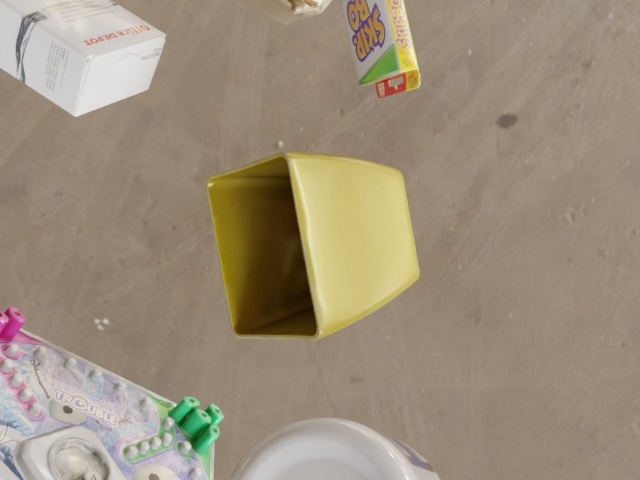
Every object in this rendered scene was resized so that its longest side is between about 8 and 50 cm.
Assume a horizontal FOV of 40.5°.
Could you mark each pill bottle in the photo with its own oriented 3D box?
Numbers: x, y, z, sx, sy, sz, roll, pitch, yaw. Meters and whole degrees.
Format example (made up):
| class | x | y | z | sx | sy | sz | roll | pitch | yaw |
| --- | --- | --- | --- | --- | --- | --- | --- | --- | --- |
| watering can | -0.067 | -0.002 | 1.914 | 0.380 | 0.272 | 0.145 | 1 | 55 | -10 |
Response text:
| class | x | y | z | sx | sy | sz | roll | pitch | yaw |
| --- | --- | --- | --- | --- | --- | --- | --- | --- | --- |
| pill bottle | 0.029 | 0.234 | 0.719 | 0.153 | 0.264 | 0.153 | -4 | 72 | 14 |

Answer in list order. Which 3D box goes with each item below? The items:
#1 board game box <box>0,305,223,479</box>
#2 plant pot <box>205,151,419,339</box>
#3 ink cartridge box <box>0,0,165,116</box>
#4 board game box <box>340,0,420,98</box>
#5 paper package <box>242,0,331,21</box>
| class | x | y | z | sx | sy | sz | roll | pitch | yaw |
| --- | --- | --- | --- | --- | --- | --- | --- | --- | --- |
| board game box | -0.280 | 0.265 | 1.017 | 0.050 | 0.390 | 0.390 | -48 | 25 | 22 |
| plant pot | 0.000 | 0.000 | 1.089 | 0.187 | 0.212 | 0.212 | -11 | 91 | -34 |
| ink cartridge box | -0.364 | -0.288 | 1.207 | 0.237 | 0.100 | 0.172 | 33 | 34 | 12 |
| board game box | 0.066 | -0.320 | 1.152 | 0.039 | 0.124 | 0.259 | -19 | 98 | -22 |
| paper package | 0.000 | -0.336 | 0.673 | 0.168 | 0.325 | 0.309 | 34 | 97 | -12 |
